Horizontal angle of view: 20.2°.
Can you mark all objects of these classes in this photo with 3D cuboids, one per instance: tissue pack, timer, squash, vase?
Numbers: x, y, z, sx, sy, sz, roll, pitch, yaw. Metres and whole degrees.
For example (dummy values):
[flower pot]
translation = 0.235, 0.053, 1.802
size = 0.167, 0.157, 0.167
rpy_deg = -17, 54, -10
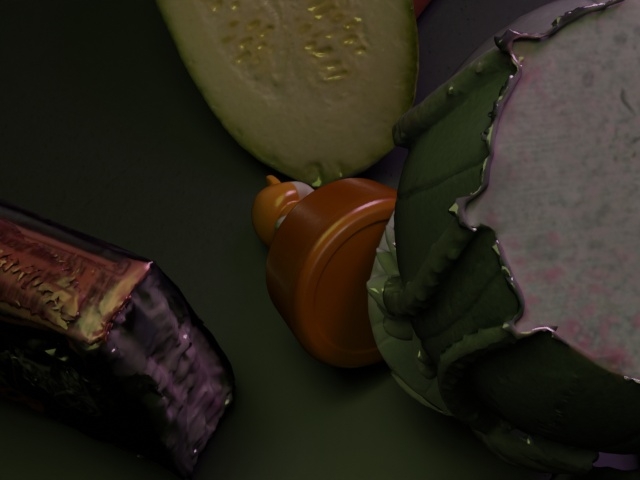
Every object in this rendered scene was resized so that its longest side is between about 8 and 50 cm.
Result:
[tissue pack]
translation = -0.231, 0.029, 1.226
size = 0.332, 0.245, 0.123
rpy_deg = 21, 71, 21
[timer]
translation = 0.000, 0.000, 1.281
size = 0.132, 0.132, 0.152
rpy_deg = -40, 41, -10
[squash]
translation = -0.033, -0.194, 1.329
size = 0.189, 0.189, 0.260
rpy_deg = -15, 58, 4
[vase]
translation = 0.142, 0.007, 1.003
size = 0.250, 0.445, 0.250
rpy_deg = 1, 82, -5

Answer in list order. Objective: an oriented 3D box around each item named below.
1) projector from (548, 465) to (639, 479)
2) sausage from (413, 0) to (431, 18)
[projector]
translation = 0.267, 0.363, 0.944
size = 0.395, 0.242, 0.405
rpy_deg = 7, 65, 21
[sausage]
translation = 0.088, -0.213, 1.404
size = 0.035, 0.030, 0.147
rpy_deg = 31, 73, 26
